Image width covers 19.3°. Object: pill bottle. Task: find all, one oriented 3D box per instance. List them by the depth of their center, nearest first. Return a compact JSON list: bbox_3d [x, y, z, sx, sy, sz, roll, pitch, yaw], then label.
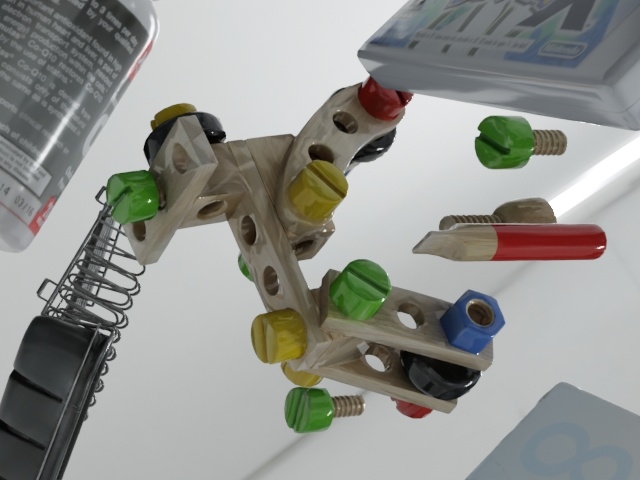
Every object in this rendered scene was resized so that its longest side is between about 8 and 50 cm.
[{"bbox_3d":[-0.226,-0.147,1.467,0.283,0.161,0.161,-59,-159,-12],"label":"pill bottle"}]

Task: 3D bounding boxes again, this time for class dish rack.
[{"bbox_3d":[-0.201,0.086,1.545,0.271,0.074,0.208,-69,-177,-57],"label":"dish rack"}]

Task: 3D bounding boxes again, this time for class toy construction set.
[{"bbox_3d":[0.000,0.000,1.251,0.237,0.257,0.309,-1,174,-34],"label":"toy construction set"}]

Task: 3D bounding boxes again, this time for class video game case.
[{"bbox_3d":[0.189,-0.184,1.039,0.300,0.036,0.329,-44,-161,-9],"label":"video game case"}]

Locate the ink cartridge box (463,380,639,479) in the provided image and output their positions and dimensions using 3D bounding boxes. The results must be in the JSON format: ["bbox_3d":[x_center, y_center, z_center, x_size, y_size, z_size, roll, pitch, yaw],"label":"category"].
[{"bbox_3d":[0.242,0.291,1.421,0.385,0.091,0.308,22,-128,41],"label":"ink cartridge box"}]
